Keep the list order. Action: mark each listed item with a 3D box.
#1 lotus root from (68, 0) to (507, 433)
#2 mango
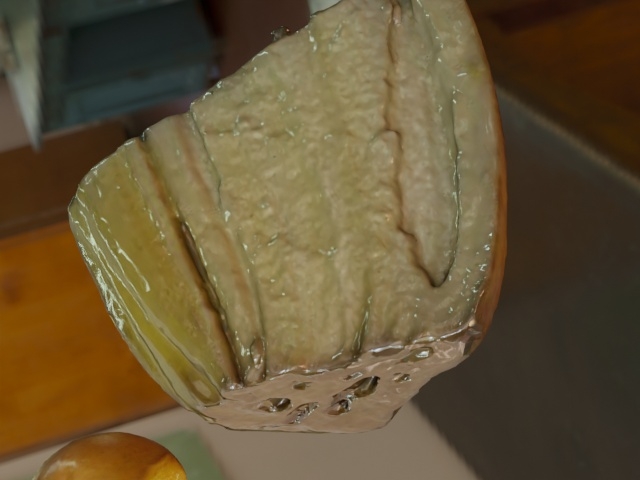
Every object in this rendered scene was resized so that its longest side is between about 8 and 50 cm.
[{"bbox_3d":[0.000,0.002,0.578,0.095,0.159,0.135,41,-150,-54],"label":"lotus root"},{"bbox_3d":[-0.170,0.224,1.319,0.102,0.141,0.217,30,149,20],"label":"mango"}]
